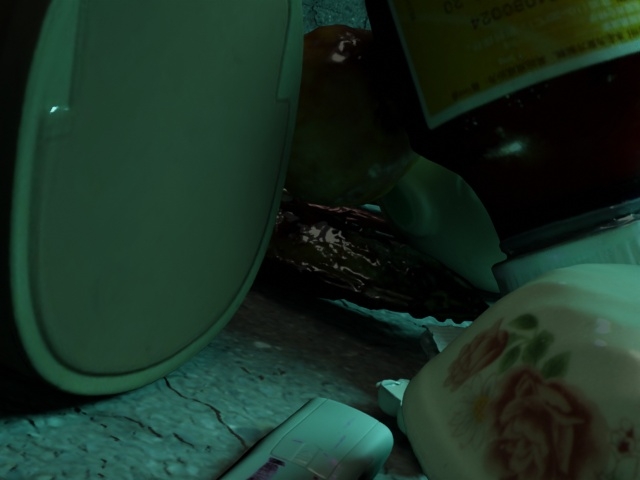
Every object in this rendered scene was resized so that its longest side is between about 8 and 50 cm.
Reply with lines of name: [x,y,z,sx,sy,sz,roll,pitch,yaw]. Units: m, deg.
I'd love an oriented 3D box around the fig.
fig: [-0.023,-0.099,0.984,0.257,0.159,0.159,-11,-6,41]

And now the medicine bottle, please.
medicine bottle: [0.185,-0.084,0.830,0.242,0.395,0.242,-16,1,0]

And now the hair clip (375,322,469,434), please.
hair clip: [0.122,0.126,0.681,0.140,0.054,0.220,12,19,-31]

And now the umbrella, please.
umbrella: [0.026,-0.028,1.142,0.165,0.025,0.027,18,-3,-3]

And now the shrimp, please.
shrimp: [0.000,0.000,0.960,0.365,0.071,0.233,19,10,27]

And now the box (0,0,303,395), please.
box: [-0.168,-0.078,0.651,0.216,0.301,0.301,18,15,23]

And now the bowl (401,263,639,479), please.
bowl: [0.187,0.104,0.517,0.277,0.145,0.277,31,14,-9]

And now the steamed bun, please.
steamed bun: [0.142,-0.032,1.045,0.228,0.131,0.177,36,-6,3]

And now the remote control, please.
remote control: [-0.014,0.126,0.577,0.065,0.029,0.166,22,17,17]

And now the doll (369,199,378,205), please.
doll: [0.083,-0.079,1.196,0.296,0.117,0.141,18,-21,-2]
